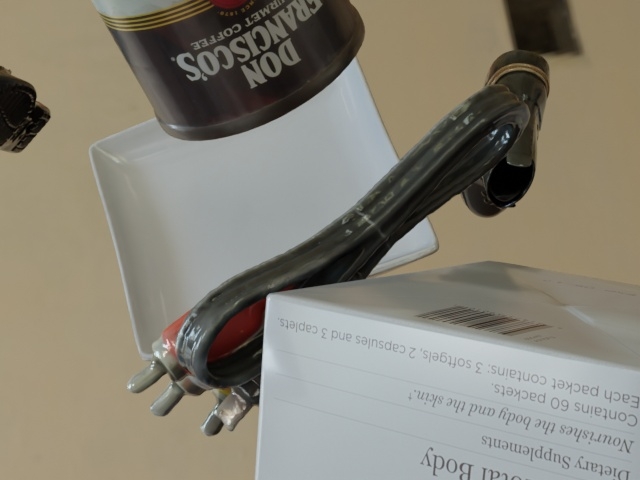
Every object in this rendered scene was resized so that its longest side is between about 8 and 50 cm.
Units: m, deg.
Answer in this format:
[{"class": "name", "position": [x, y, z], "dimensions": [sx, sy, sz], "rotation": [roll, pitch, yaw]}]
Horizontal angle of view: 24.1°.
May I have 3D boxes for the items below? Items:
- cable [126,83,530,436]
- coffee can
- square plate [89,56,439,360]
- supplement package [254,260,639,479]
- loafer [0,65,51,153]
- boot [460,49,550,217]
[{"class": "cable", "position": [0.000, 0.000, 0.876], "dimensions": [0.287, 0.072, 0.139], "rotation": [-50, -28, -2]}, {"class": "coffee can", "position": [-0.109, -0.251, 1.256], "dimensions": [0.202, 0.201, 0.275], "rotation": [-17, -58, 18]}, {"class": "square plate", "position": [-0.073, -0.044, 1.719], "dimensions": [0.344, 0.347, 0.049], "rotation": [-22, -40, 1]}, {"class": "supplement package", "position": [0.101, 0.158, 0.693], "dimensions": [0.199, 0.262, 0.198], "rotation": [10, 10, 37]}, {"class": "loafer", "position": [-0.330, -0.135, 1.487], "dimensions": [0.080, 0.078, 0.220], "rotation": [-50, -1, -6]}, {"class": "boot", "position": [0.157, -0.057, 1.359], "dimensions": [0.077, 0.137, 0.198], "rotation": [7, -41, 3]}]
